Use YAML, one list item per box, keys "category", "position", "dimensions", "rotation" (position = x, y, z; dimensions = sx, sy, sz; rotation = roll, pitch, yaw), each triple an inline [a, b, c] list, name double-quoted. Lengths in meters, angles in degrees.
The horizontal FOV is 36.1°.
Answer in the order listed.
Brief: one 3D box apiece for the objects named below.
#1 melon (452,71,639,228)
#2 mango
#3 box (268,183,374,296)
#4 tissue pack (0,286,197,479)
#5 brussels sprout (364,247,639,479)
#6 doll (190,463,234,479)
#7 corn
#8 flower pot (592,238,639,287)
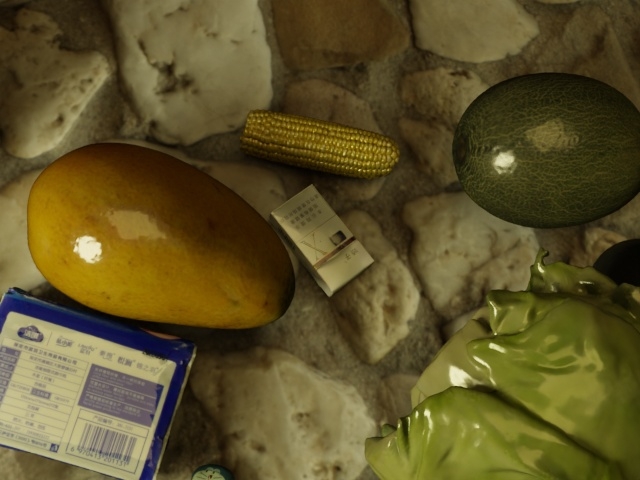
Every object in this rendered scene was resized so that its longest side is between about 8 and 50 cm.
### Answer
- category: "melon"
  position: [0.357, -0.137, 1.504]
  dimensions: [0.301, 0.237, 0.238]
  rotation: [0, 70, -11]
- category: "mango"
  position: [-0.211, 0.003, 1.341]
  dimensions: [0.377, 0.264, 0.221]
  rotation: [22, 109, -6]
- category: "box"
  position: [0.000, 0.000, 1.490]
  dimensions: [0.084, 0.040, 0.154]
  rotation: [-35, 79, -21]
- category: "tissue pack"
  position: [-0.322, 0.200, 1.311]
  dimensions: [0.269, 0.137, 0.209]
  rotation: [17, 68, -8]
- category: "brussels sprout"
  position: [0.306, 0.254, 1.290]
  dimensions: [0.361, 0.342, 0.425]
  rotation: [43, 79, 14]
- category: "doll"
  position: [-0.154, 0.344, 1.332]
  dimensions: [0.076, 0.050, 0.083]
  rotation: [13, 69, 14]
- category: "corn"
  position: [-0.001, -0.147, 1.522]
  dimensions: [0.248, 0.081, 0.081]
  rotation: [10, 69, -6]
- category: "flower pot"
  position: [0.543, 0.085, 1.504]
  dimensions: [0.235, 0.148, 0.235]
  rotation: [4, 69, -10]
